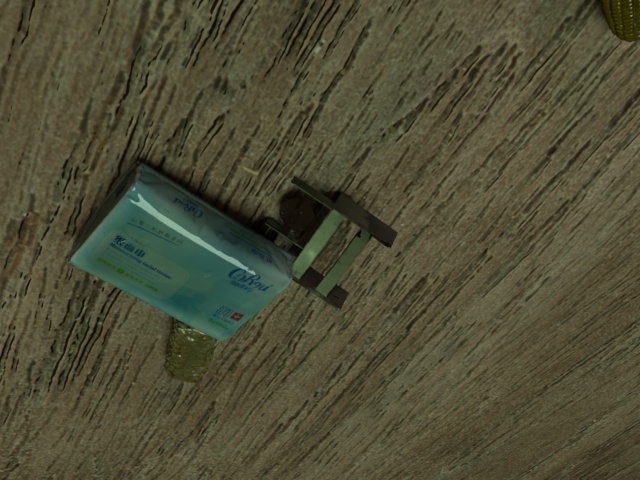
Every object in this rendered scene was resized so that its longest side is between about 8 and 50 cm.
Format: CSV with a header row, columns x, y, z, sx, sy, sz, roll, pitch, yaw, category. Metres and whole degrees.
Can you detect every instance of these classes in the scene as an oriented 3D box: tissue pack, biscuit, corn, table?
x,y,z,sx,sy,sz,roll,pitch,yaw,category
-0.193,0.027,0.922,0.263,0.089,0.177,33,119,-28,tissue pack
-0.214,0.172,1.097,0.082,0.070,0.168,10,132,-13,biscuit
0.351,-0.332,0.759,0.080,0.080,0.231,-26,136,10,corn
0.000,0.000,0.985,0.175,0.062,0.146,35,122,-2,table
